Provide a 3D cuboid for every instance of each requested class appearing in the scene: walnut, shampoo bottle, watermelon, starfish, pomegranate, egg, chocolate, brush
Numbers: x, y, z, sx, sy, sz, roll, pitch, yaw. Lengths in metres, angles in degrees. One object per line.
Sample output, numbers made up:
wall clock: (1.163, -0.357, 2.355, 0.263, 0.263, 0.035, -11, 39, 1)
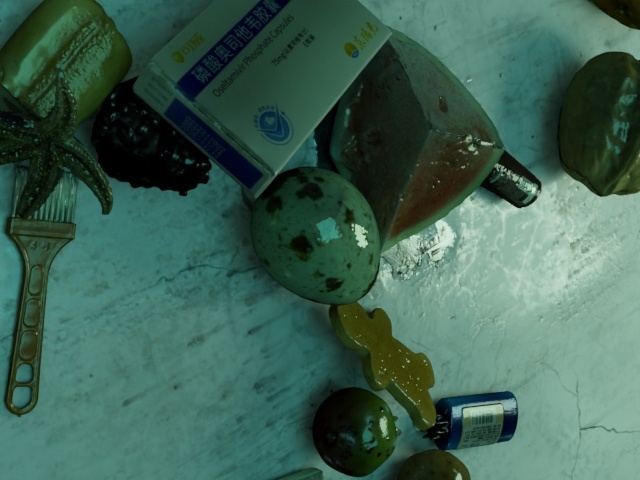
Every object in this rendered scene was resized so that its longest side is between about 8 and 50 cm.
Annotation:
walnut: (0.491, -0.188, 1.758, 0.198, 0.198, 0.245, 19, 82, -34)
shampoo bottle: (0.250, -0.125, 1.680, 0.236, 0.067, 0.068, 31, 66, -31)
watermelon: (0.127, -0.134, 1.532, 0.256, 0.176, 0.260, 29, 116, -5)
starfish: (-0.315, -0.113, 1.218, 0.213, 0.238, 0.057, 29, 41, -17)
pomegranate: (0.054, 0.274, 1.571, 0.159, 0.129, 0.129, -37, 124, -73)
egg: (0.000, 0.000, 1.465, 0.169, 0.169, 0.231, -53, 130, -17)
shampoo bottle: (0.241, 0.294, 1.731, 0.183, 0.050, 0.087, 0, 98, -34)
chocolate: (-0.186, -0.116, 1.317, 0.156, 0.133, 0.156, -43, 150, -32)
brush: (-0.357, 0.066, 1.326, 0.090, 0.017, 0.314, 6, 93, -34)

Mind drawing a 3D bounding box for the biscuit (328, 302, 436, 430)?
biscuit: (0.090, 0.173, 1.579, 0.240, 0.035, 0.158, 45, 28, -23)

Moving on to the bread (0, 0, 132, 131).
bread: (-0.317, -0.206, 1.276, 0.173, 0.085, 0.134, -52, 123, -17)

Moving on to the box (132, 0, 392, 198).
box: (-0.063, -0.229, 1.350, 0.200, 0.065, 0.343, 41, 49, -7)

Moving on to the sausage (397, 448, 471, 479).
sausage: (0.175, 0.572, 1.682, 0.136, 0.123, 0.501, -18, 108, -61)

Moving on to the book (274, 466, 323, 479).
book: (-0.094, 0.543, 1.549, 0.264, 0.031, 0.379, -12, 102, -31)

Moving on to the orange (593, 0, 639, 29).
orange: (0.551, -0.440, 1.752, 0.249, 0.249, 0.183, 21, 100, -34)
